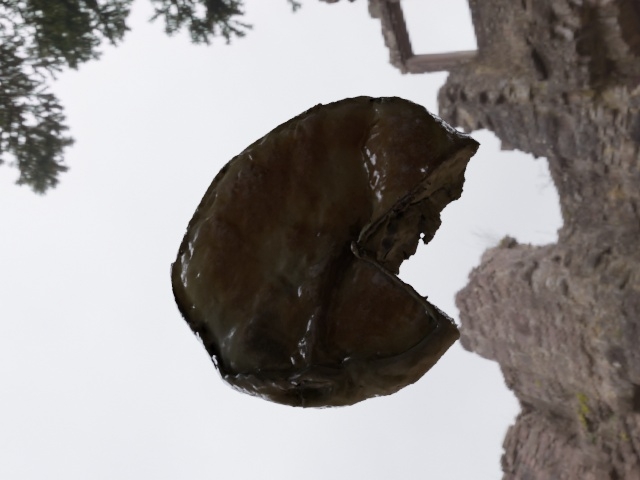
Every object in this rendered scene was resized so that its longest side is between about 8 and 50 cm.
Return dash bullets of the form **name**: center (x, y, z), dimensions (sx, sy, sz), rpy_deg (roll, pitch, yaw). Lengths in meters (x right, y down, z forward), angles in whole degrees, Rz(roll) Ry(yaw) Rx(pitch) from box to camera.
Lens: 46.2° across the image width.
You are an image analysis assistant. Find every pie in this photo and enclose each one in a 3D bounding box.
- **pie**: center (0.000, 0.000, 0.732), dimensions (0.337, 0.337, 0.075), rpy_deg (-65, -33, -13)
